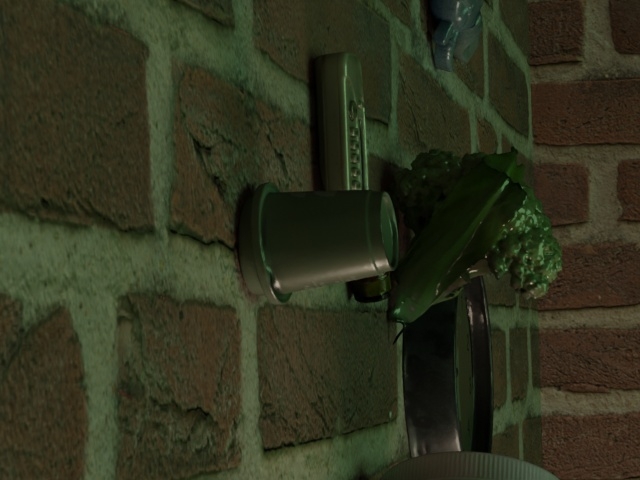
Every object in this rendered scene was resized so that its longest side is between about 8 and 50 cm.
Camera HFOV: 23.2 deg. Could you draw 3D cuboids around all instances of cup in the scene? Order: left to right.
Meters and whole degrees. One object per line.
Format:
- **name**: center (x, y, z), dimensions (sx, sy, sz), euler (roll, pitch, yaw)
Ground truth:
- **cup**: center (0.000, 0.000, 1.501), dimensions (0.120, 0.141, 0.120), euler (-4, 90, -74)

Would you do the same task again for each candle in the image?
- **candle**: center (0.055, 0.008, 1.889), dimensions (0.052, 0.052, 0.130), euler (-60, 144, -64)

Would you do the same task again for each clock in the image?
- **clock**: center (0.201, 0.202, 2.366), dimensions (0.386, 0.076, 0.386), euler (-2, 90, -75)

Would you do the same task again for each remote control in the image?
- **remote control**: center (0.024, -0.099, 1.787), dimensions (0.090, 0.049, 0.230), euler (-8, 95, -76)

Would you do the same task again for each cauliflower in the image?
- **cauliflower**: center (0.186, 0.009, 2.145), dimensions (0.256, 0.315, 0.239), euler (42, 0, -28)

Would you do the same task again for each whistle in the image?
- **whistle**: center (0.225, -0.375, 2.525), dimensions (0.180, 0.093, 0.269), euler (-61, 156, -16)

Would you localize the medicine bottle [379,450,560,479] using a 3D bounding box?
- **medicine bottle**: center (0.182, 0.419, 1.910), dimensions (0.252, 0.253, 0.240), euler (68, 24, -52)
